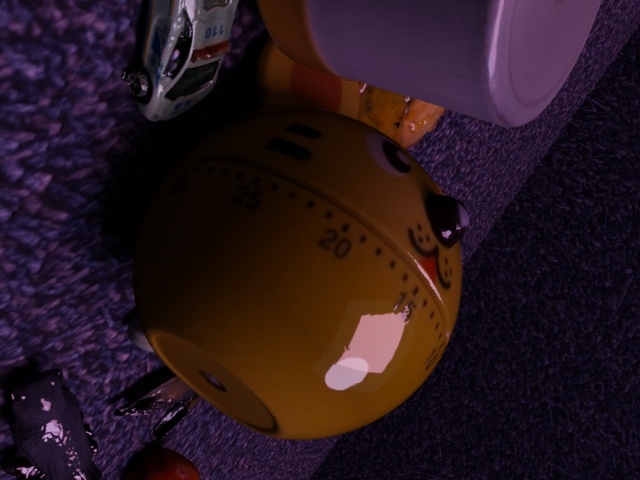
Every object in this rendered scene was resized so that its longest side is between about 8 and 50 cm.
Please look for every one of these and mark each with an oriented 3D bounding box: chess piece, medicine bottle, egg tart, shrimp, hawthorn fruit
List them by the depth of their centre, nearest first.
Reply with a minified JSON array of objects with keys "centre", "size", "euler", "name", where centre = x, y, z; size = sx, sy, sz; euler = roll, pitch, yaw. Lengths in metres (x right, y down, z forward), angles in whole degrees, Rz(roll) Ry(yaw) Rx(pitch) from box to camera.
[{"centre":[0.101,-0.238,0.649],"size":[0.238,0.231,0.238],"euler":[-40,142,-40],"name":"medicine bottle"},{"centre":[-0.184,0.061,0.936],"size":[0.059,0.059,0.149],"euler":[-9,130,-63],"name":"chess piece"},{"centre":[0.106,-0.214,0.985],"size":[0.288,0.118,0.288],"euler":[-47,160,-23],"name":"egg tart"},{"centre":[-0.243,0.265,1.188],"size":[0.262,0.051,0.198],"euler":[-23,148,-59],"name":"shrimp"},{"centre":[-0.272,0.415,1.311],"size":[0.128,0.128,0.128],"euler":[-43,160,-20],"name":"hawthorn fruit"}]

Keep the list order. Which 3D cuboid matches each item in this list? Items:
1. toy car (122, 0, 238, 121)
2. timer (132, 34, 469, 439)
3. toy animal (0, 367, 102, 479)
[{"centre":[-0.106,-0.176,0.649],"size":[0.093,0.058,0.186],"euler":[-33,155,-46],"name":"toy car"},{"centre":[0.000,0.000,0.811],"size":[0.387,0.376,0.376],"euler":[-55,165,-27],"name":"timer"},{"centre":[-0.309,0.234,0.876],"size":[0.121,0.117,0.210],"euler":[-32,157,-28],"name":"toy animal"}]
